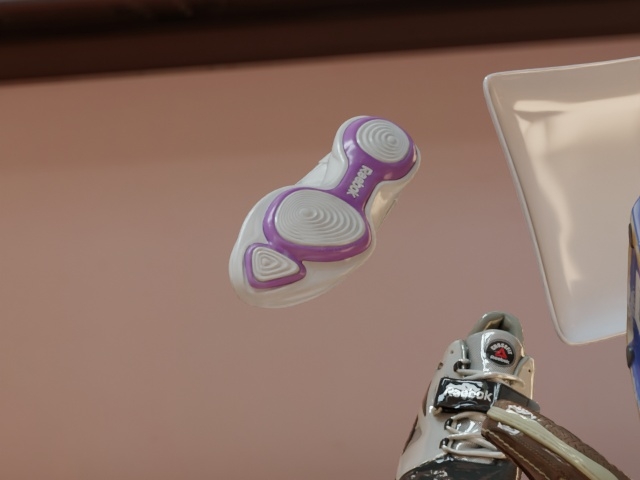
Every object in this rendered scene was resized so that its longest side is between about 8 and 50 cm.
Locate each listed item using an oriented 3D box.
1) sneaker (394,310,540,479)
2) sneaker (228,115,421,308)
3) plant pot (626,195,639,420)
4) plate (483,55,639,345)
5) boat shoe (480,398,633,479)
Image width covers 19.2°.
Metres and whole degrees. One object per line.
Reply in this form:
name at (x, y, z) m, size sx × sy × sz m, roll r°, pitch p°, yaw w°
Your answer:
sneaker at (0.146, 0.165, 1.811) m, size 0.330 × 0.122 × 0.146 m, roll -71°, pitch -8°, yaw -68°
sneaker at (0.000, 0.000, 1.845) m, size 0.305 × 0.114 × 0.152 m, roll -44°, pitch -12°, yaw -50°
plant pot at (0.346, 0.075, 1.421) m, size 0.236 × 0.212 × 0.236 m, roll -93°, pitch -4°, yaw -46°
plate at (0.302, -0.044, 1.873) m, size 0.045 × 0.278 × 0.277 m, roll -36°, pitch 67°, yaw 59°
boat shoe at (0.226, 0.235, 1.547) m, size 0.095 × 0.257 × 0.095 m, roll -52°, pitch -15°, yaw -6°
